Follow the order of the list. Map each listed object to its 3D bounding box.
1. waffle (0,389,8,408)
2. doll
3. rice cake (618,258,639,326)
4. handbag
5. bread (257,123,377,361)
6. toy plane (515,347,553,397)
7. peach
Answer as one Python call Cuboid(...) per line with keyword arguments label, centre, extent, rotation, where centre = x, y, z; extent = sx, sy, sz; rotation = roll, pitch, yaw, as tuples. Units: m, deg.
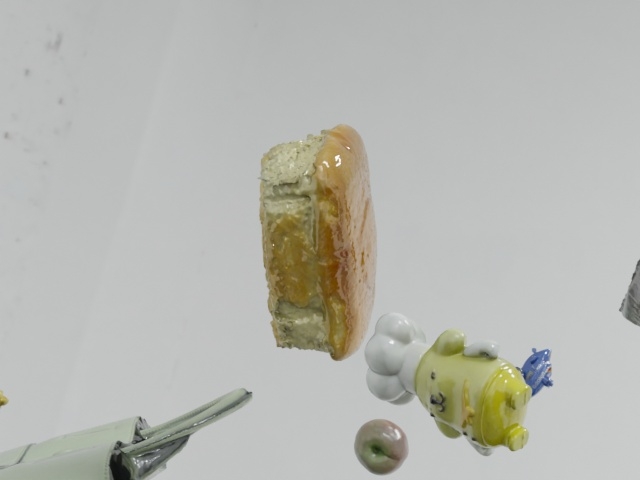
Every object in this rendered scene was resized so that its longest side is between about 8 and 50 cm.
Cuboid(label="waffle", centre=(-0.676, 0.221, 1.660), extent=(0.260, 0.069, 0.293), rotation=(-21, -64, 17))
Cuboid(label="doll", centre=(0.101, 0.116, 0.843), extent=(0.062, 0.106, 0.162), rotation=(-22, 30, -39))
Cuboid(label="rice cake", centre=(0.391, 0.027, 1.158), extent=(0.049, 0.055, 0.270), rotation=(-27, -31, -14))
Cuboid(label="handbag", centre=(-0.181, 0.181, 0.645), extent=(0.315, 0.109, 0.241), rotation=(-20, -1, -5))
Cuboid(label="bread", centre=(0.000, 0.000, 1.099), extent=(0.121, 0.245, 0.174), rotation=(0, 20, 3))
Cuboid(label="toy plane", centre=(0.315, 0.238, 1.584), extent=(0.062, 0.167, 0.054), rotation=(29, -9, 36))
Cuboid(label="peach", centre=(0.088, 0.296, 1.477), extent=(0.083, 0.083, 0.083), rotation=(10, -20, 4))
